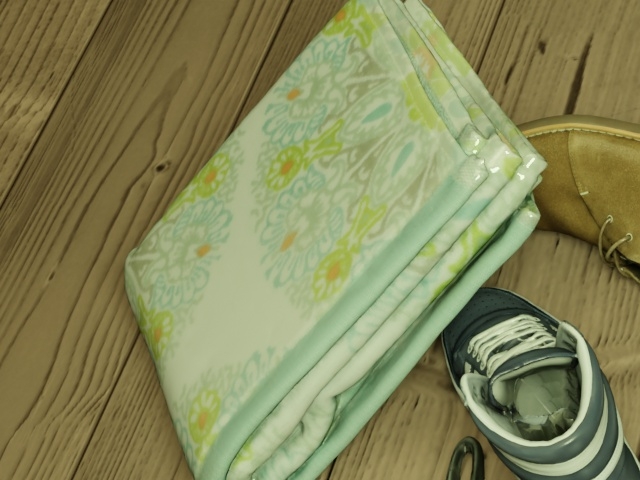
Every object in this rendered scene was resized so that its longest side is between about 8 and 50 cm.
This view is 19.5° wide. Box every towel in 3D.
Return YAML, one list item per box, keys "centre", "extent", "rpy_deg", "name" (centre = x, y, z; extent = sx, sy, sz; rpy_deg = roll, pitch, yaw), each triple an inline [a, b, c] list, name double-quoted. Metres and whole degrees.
- centre: [0.000, 0.000, 1.485]
  extent: [0.374, 0.090, 0.320]
  rpy_deg: [-48, 33, 16]
  name: "towel"

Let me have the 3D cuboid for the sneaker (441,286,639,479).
- centre: [0.141, 0.090, 1.313]
  extent: [0.099, 0.153, 0.282]
  rpy_deg: [-32, 40, 2]
  name: "sneaker"

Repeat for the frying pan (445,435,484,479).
- centre: [0.102, 0.273, 1.246]
  extent: [0.197, 0.053, 0.326]
  rpy_deg: [8, 58, 38]
  name: "frying pan"

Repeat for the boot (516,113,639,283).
- centre: [0.227, -0.022, 1.414]
  extent: [0.305, 0.112, 0.115]
  rpy_deg: [0, 61, 31]
  name: "boot"
